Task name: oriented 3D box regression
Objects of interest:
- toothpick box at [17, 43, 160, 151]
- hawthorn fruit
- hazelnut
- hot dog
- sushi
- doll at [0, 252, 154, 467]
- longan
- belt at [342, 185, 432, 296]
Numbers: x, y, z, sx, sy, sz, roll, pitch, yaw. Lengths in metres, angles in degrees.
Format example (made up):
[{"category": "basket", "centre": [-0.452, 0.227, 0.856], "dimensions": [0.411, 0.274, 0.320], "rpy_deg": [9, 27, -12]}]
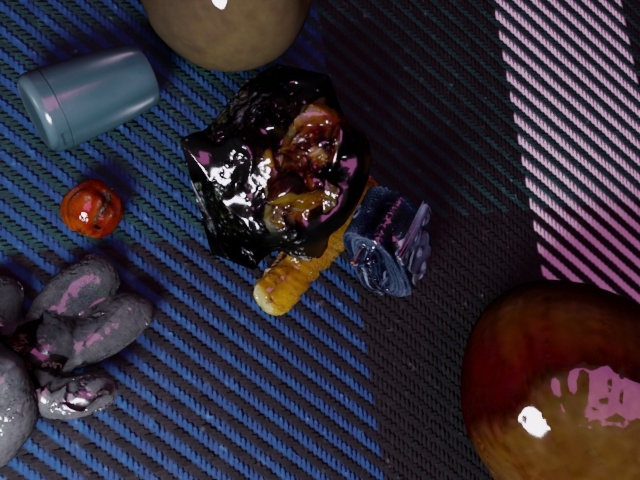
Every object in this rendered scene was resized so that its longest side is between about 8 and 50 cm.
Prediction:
[{"category": "toothpick box", "centre": [-0.335, -0.217, 1.021], "dimensions": [0.184, 0.120, 0.120], "rpy_deg": [-28, 89, -22]}, {"category": "hawthorn fruit", "centre": [-0.331, -0.049, 1.011], "dimensions": [0.093, 0.093, 0.093], "rpy_deg": [3, 79, -17]}, {"category": "hazelnut", "centre": [0.411, 0.240, 1.058], "dimensions": [0.421, 0.352, 0.420], "rpy_deg": [9, 51, -12]}, {"category": "hot dog", "centre": [0.001, 0.001, 1.114], "dimensions": [0.083, 0.068, 0.289], "rpy_deg": [45, 70, -13]}, {"category": "sushi", "centre": [-0.042, -0.097, 1.019], "dimensions": [0.212, 0.215, 0.227], "rpy_deg": [21, 49, 27]}, {"category": "doll", "centre": [-0.389, 0.147, 0.916], "dimensions": [0.340, 0.158, 0.246], "rpy_deg": [-37, 84, -19]}, {"category": "longan", "centre": [-0.135, -0.432, 1.043], "dimensions": [0.289, 0.288, 0.350], "rpy_deg": [6, 87, -16]}, {"category": "belt", "centre": [0.101, 0.017, 1.073], "dimensions": [0.122, 0.218, 0.128], "rpy_deg": [24, 75, 22]}]
